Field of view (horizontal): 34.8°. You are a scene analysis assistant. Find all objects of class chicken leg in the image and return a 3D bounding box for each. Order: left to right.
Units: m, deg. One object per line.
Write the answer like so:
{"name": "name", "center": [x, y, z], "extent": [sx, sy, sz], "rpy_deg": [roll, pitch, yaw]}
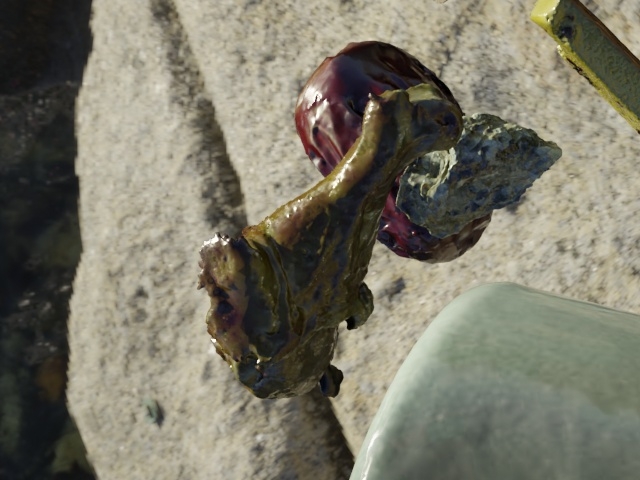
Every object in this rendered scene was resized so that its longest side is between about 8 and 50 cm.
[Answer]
{"name": "chicken leg", "center": [-0.016, 0.002, 1.017], "extent": [0.140, 0.212, 0.361], "rpy_deg": [41, 122, 39]}

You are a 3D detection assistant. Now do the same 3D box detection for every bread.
{"name": "bread", "center": [0.302, -0.180, 1.067], "extent": [0.226, 0.088, 0.049], "rpy_deg": [38, 100, -20]}

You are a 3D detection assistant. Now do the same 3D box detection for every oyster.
{"name": "oyster", "center": [0.168, -0.076, 1.115], "extent": [0.177, 0.064, 0.125], "rpy_deg": [-42, 117, 4]}

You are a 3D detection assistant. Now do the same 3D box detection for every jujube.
{"name": "jujube", "center": [0.113, -0.144, 1.559], "extent": [0.376, 0.258, 0.258], "rpy_deg": [48, 111, 23]}

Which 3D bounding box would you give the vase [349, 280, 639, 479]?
{"name": "vase", "center": [0.158, 0.138, 0.340], "extent": [0.291, 0.245, 0.245], "rpy_deg": [16, 101, 24]}

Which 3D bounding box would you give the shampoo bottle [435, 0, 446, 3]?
{"name": "shampoo bottle", "center": [0.252, -0.494, 1.637], "extent": [0.257, 0.078, 0.127], "rpy_deg": [-46, 108, -15]}
